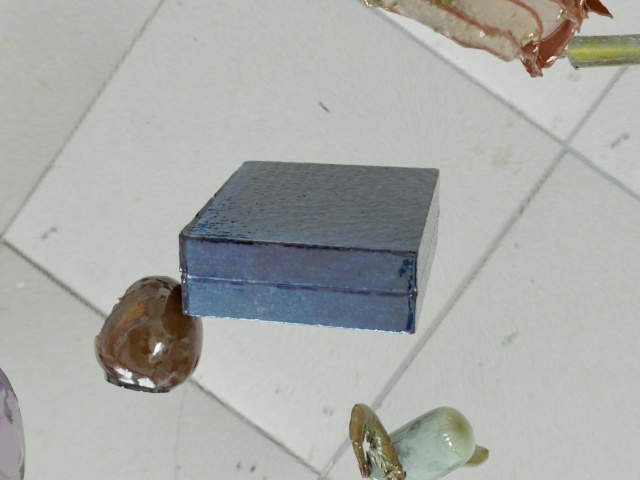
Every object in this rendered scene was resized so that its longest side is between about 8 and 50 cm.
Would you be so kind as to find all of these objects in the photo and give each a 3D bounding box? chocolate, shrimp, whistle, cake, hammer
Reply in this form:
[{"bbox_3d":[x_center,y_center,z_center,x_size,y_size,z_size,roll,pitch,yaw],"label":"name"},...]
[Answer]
[{"bbox_3d":[-0.200,0.108,1.238,0.127,0.124,0.133,8,95,21],"label":"chocolate"},{"bbox_3d":[0.088,0.332,1.569,0.034,0.124,0.178,-19,107,19],"label":"shrimp"},{"bbox_3d":[0.552,-0.322,1.756,0.327,0.068,0.057,-5,90,-11],"label":"whistle"},{"bbox_3d":[0.072,-0.186,0.606,0.098,0.287,0.135,-37,66,24],"label":"cake"},{"bbox_3d":[0.227,0.381,1.867,0.202,0.305,0.113,-33,63,26],"label":"hammer"}]

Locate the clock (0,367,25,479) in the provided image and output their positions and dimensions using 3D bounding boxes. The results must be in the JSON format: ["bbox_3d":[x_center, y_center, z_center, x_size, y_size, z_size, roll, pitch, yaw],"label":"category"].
[{"bbox_3d":[-0.279,0.027,0.517,0.113,0.295,0.322,-13,91,9],"label":"clock"}]

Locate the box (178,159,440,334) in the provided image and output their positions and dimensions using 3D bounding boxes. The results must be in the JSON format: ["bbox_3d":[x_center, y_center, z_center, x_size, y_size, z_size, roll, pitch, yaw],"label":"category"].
[{"bbox_3d":[0.000,0.000,1.231,0.262,0.279,0.116,5,111,10],"label":"box"}]
